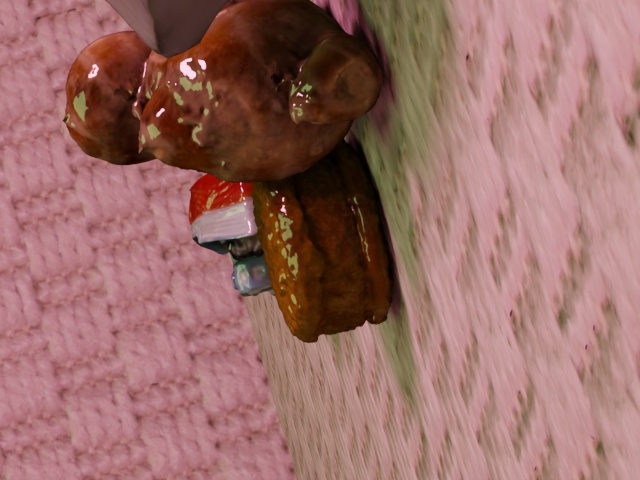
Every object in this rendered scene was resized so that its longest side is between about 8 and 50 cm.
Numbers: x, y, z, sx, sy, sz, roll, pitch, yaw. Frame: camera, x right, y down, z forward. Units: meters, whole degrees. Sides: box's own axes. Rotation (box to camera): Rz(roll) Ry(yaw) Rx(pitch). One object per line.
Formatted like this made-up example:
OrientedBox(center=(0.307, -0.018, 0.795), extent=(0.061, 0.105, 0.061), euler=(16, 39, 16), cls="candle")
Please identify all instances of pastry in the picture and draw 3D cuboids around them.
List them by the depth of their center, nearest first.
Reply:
OrientedBox(center=(0.000, 0.000, 1.730), extent=(0.189, 0.103, 0.189), euler=(166, 90, -82), cls="pastry")

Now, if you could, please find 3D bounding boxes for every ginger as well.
OrientedBox(center=(-0.070, -0.134, 1.603), extent=(0.375, 0.256, 0.176), euler=(20, 129, 64), cls="ginger")

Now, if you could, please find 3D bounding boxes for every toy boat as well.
OrientedBox(center=(-0.073, -0.010, 2.087), extent=(0.332, 0.145, 0.133), euler=(86, 168, -83), cls="toy boat")

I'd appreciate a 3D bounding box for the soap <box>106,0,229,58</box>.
OrientedBox(center=(-0.177, -0.398, 1.337), extent=(0.435, 0.213, 0.350), euler=(47, 160, 13), cls="soap")
